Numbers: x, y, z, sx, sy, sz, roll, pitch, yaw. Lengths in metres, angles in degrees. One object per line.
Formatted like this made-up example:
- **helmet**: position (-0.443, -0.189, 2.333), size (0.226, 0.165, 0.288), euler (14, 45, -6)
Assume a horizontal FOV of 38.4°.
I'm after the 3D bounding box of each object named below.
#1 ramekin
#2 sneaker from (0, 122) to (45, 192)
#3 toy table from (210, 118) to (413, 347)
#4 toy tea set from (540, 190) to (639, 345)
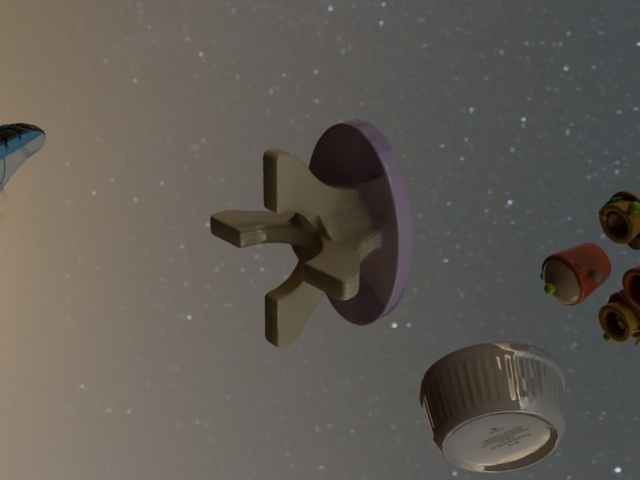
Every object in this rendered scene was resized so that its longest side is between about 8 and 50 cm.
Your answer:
- **ramekin**: position (0.315, 0.310, 1.653), size (0.127, 0.272, 0.273), euler (-92, -160, -44)
- **sneaker**: position (-0.308, -0.033, 0.789), size (0.071, 0.190, 0.083), euler (8, -51, 41)
- **toy table**: position (0.000, 0.000, 1.135), size (0.252, 0.160, 0.274), euler (11, -65, 48)
- **toy tea set**: position (0.472, 0.046, 1.474), size (0.200, 0.124, 0.336), euler (52, -28, 23)
